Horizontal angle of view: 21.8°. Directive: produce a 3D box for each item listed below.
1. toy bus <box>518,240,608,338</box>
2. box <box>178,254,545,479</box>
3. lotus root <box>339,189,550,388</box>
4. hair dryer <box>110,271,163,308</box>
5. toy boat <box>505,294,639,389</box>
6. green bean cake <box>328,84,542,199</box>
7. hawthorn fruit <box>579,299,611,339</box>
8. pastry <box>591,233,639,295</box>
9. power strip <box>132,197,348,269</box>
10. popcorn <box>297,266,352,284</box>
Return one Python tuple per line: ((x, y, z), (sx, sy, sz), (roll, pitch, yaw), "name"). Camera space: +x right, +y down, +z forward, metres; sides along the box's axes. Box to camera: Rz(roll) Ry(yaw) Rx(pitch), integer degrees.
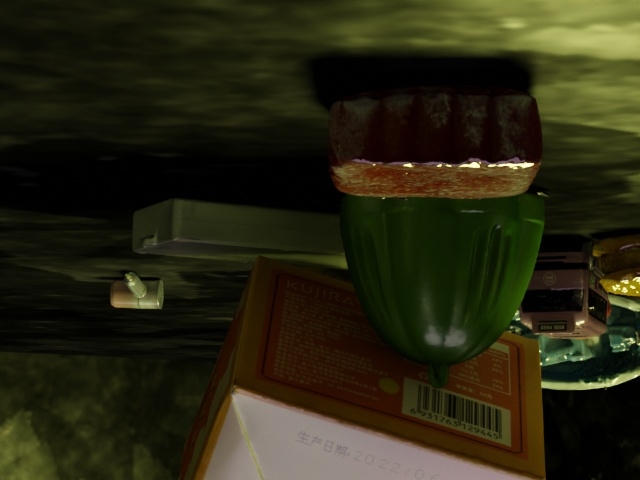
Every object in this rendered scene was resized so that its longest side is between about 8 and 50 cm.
((0.259, 0.057, 1.765), (0.086, 0.098, 0.178), (-1, 172, 17), "toy bus")
((0.027, 0.197, 1.521), (0.283, 0.214, 0.260), (18, 126, -6), "box")
((0.103, 0.043, 1.424), (0.186, 0.186, 0.186), (1, 172, 0), "lotus root")
((-0.235, 0.057, 2.066), (0.063, 0.037, 0.114), (1, 165, 4), "hair dryer")
((0.337, 0.136, 2.213), (0.309, 0.129, 0.142), (-7, -176, 35), "toy boat")
((0.073, -0.062, 1.062), (0.135, 0.056, 0.135), (0, 171, 2), "green bean cake")
((0.296, 0.076, 1.985), (0.081, 0.081, 0.093), (6, -179, -35), "hawthorn fruit")
((0.328, 0.025, 1.676), (0.109, 0.057, 0.097), (1, 171, -11), "pastry")
((0.000, 0.000, 1.576), (0.367, 0.043, 0.106), (5, 171, -29), "power strip")
((0.034, 0.106, 1.738), (0.259, 0.212, 0.259), (-13, -168, 3), "popcorn")
